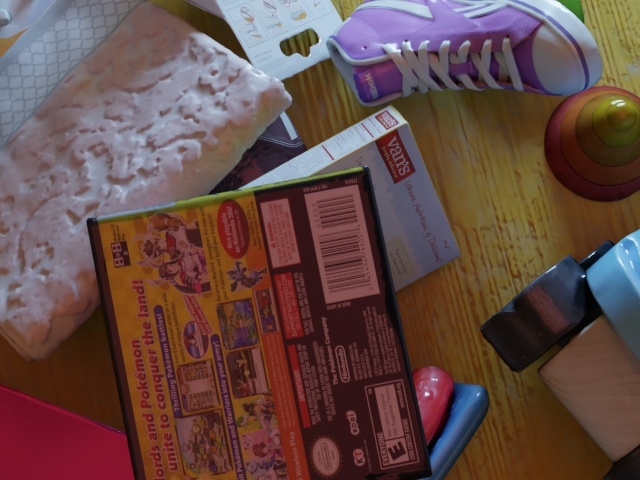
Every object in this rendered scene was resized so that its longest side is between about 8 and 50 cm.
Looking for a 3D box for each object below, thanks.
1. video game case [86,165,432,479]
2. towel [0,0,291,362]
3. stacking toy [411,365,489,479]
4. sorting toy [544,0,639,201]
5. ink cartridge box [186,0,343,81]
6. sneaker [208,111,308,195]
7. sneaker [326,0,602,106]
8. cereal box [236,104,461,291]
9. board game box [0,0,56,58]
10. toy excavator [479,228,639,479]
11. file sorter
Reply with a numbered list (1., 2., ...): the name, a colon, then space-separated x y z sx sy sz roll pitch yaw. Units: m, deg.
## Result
1. video game case: -0.053 0.092 1.423 0.248 0.035 0.275 -11 84 -5
2. towel: -0.232 -0.085 1.556 0.332 0.053 0.317 -47 50 -6
3. stacking toy: -0.014 0.123 1.506 0.302 0.175 0.165 38 81 -8
4. sorting toy: 0.217 -0.210 1.624 0.127 0.126 0.365 -32 81 -5
5. ink cartridge box: -0.079 -0.259 1.625 0.056 0.181 0.224 -26 94 37
6. sneaker: -0.121 -0.018 1.605 0.281 0.106 0.162 -36 93 1
7. sneaker: 0.122 -0.164 1.563 0.161 0.102 0.282 -39 37 -25
8. cereal box: 0.000 0.000 1.573 0.240 0.173 0.047 -29 36 -6
9. board game box: -0.399 -0.391 1.703 0.390 0.050 0.390 39 82 7
10. toy excavator: 0.420 0.008 1.513 0.445 0.433 0.222 -42 80 21
11. file sorter: -0.262 0.252 1.511 0.291 0.182 0.202 21 81 5
